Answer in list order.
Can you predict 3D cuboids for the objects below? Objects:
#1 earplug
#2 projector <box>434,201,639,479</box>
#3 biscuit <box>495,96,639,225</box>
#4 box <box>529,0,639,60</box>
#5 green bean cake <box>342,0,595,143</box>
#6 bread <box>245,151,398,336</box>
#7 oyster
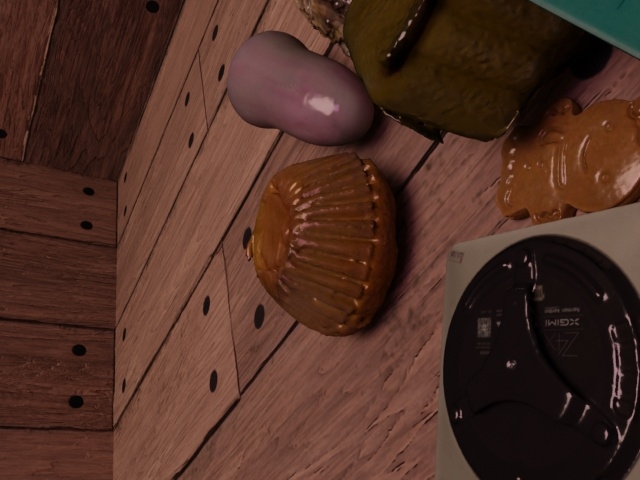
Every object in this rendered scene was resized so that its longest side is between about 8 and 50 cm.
[{"bbox_3d":[-0.018,-0.225,1.000,0.301,0.172,0.172,40,116,52],"label":"earplug"},{"bbox_3d":[0.196,0.112,0.545,0.257,0.079,0.259,-18,63,60],"label":"projector"},{"bbox_3d":[0.236,-0.071,0.596,0.184,0.027,0.133,22,98,62],"label":"biscuit"},{"bbox_3d":[0.216,-0.230,0.392,0.205,0.311,0.118,-63,0,31],"label":"box"},{"bbox_3d":[0.174,-0.273,0.630,0.310,0.202,0.285,-58,22,33],"label":"green bean cake"},{"bbox_3d":[0.000,0.000,0.884,0.274,0.149,0.274,-174,90,-67],"label":"bread"},{"bbox_3d":[0.055,-0.414,0.961,0.351,0.115,0.238,14,92,62],"label":"oyster"}]
